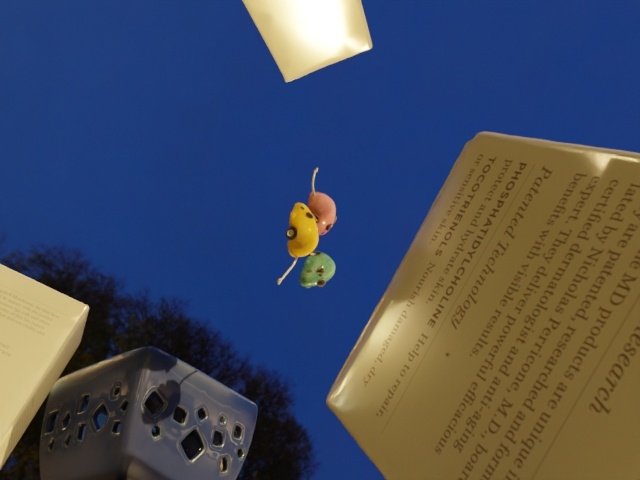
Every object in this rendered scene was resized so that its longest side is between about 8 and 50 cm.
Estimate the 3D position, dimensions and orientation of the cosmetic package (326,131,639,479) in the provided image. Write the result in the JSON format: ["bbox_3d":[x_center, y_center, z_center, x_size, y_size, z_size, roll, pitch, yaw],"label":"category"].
[{"bbox_3d":[0.276,0.142,0.477,0.327,0.329,0.393,-61,-152,2],"label":"cosmetic package"}]

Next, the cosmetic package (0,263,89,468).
[{"bbox_3d":[-0.435,0.141,0.655,0.224,0.225,0.138,29,-39,-10],"label":"cosmetic package"}]

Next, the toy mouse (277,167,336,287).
[{"bbox_3d":[0.000,0.000,0.678,0.031,0.143,0.161,1,-113,19],"label":"toy mouse"}]

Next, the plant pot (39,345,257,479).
[{"bbox_3d":[-0.256,0.313,0.801,0.236,0.236,0.212,-22,-136,29],"label":"plant pot"}]

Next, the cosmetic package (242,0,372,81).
[{"bbox_3d":[-0.060,-0.418,0.739,0.156,0.385,0.217,-19,-114,7],"label":"cosmetic package"}]
